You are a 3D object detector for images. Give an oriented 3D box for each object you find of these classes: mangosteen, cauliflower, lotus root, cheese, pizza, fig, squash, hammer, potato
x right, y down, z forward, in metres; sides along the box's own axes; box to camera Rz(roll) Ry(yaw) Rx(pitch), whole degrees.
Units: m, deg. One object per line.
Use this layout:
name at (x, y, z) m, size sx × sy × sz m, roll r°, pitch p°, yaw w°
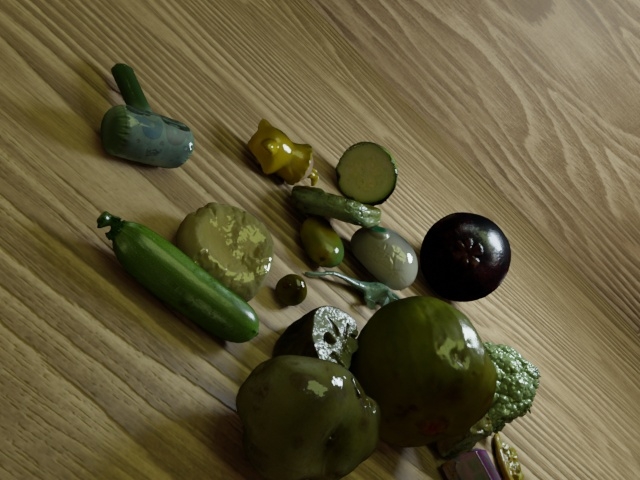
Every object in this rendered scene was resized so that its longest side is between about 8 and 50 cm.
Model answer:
mangosteen at (0.488, 0.061, 2.049) m, size 0.306 × 0.307 × 0.347 m, roll 54°, pitch 0°, yaw 11°
cauliflower at (0.475, 0.424, 1.645) m, size 0.272 × 0.275 × 0.250 m, roll 35°, pitch -35°, yaw 57°
lotus root at (-0.009, 0.232, 1.292) m, size 0.138 × 0.119 × 0.235 m, roll 43°, pitch 31°, yaw -9°
cheese at (-0.208, 0.022, 1.290) m, size 0.214 × 0.117 × 0.225 m, roll 30°, pitch 37°, yaw -19°
pizza at (0.521, 0.609, 1.643) m, size 0.099 × 0.036 × 0.160 m, roll 34°, pitch 31°, yaw -25°
fig at (-0.064, 0.120, 1.410) m, size 0.088 × 0.074 × 0.073 m, roll 55°, pitch 12°, yaw -56°
squash at (-0.269, 0.078, 1.145) m, size 0.379 × 0.101 × 0.101 m, roll 42°, pitch 28°, yaw -19°
hammer at (-0.435, -0.309, 1.405) m, size 0.207 × 0.119 × 0.335 m, roll 13°, pitch 37°, yaw -47°
potato at (-0.008, 0.328, 1.086) m, size 0.351 × 0.203 × 0.218 m, roll 27°, pitch 71°, yaw -43°
fig at (0.219, 0.280, 1.362) m, size 0.343 × 0.343 × 0.343 m, roll 34°, pitch 31°, yaw -24°
squash at (0.172, -0.230, 2.022) m, size 0.220 × 0.220 × 0.133 m, roll 50°, pitch 31°, yaw 4°

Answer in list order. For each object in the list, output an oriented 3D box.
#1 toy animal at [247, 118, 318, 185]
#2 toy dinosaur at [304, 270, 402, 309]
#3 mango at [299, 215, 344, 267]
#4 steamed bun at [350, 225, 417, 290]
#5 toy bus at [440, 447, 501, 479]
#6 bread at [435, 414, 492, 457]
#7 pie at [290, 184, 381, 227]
toy animal at (-0.100, -0.243, 1.744) m, size 0.230 × 0.156 × 0.156 m, roll 33°, pitch 32°, yaw -33°
toy dinosaur at (0.135, 0.144, 1.633) m, size 0.383 × 0.076 × 0.129 m, roll 29°, pitch 2°, yaw -43°
mango at (-0.002, 0.001, 1.639) m, size 0.122 × 0.085 × 0.191 m, roll 13°, pitch 31°, yaw -33°
steamed bun at (0.196, 0.038, 1.770) m, size 0.228 × 0.130 × 0.177 m, roll 46°, pitch 16°, yaw 26°
toy bus at (0.385, 0.623, 1.366) m, size 0.090 × 0.112 × 0.273 m, roll 21°, pitch 37°, yaw -53°
bread at (0.317, 0.398, 1.515) m, size 0.152 × 0.129 × 0.267 m, roll -11°, pitch 54°, yaw -20°
pie at (0.051, -0.099, 1.721) m, size 0.277 × 0.078 × 0.277 m, roll 16°, pitch 8°, yaw -2°
